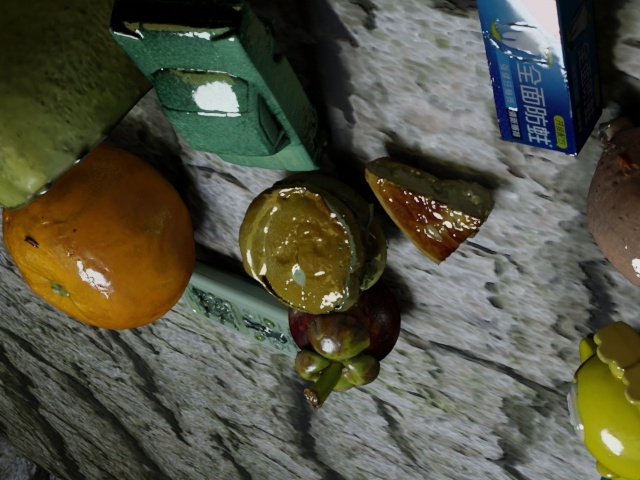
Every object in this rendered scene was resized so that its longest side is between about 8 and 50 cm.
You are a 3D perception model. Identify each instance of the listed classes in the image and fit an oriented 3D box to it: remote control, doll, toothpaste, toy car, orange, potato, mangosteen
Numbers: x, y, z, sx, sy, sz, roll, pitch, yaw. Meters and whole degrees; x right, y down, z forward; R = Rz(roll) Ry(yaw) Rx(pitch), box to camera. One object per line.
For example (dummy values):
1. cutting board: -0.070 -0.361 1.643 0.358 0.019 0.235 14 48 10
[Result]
1. remote control: -0.070 0.112 1.549 0.335 0.065 0.128 21 153 25
2. doll: 0.350 0.021 0.900 0.156 0.201 0.303 -31 123 20
3. toothpaste: 0.168 -0.207 0.824 0.076 0.066 0.320 16 146 32
4. toy car: -0.096 -0.146 1.068 0.141 0.097 0.320 6 162 17
5. orange: -0.305 -0.007 1.461 0.284 0.226 0.284 31 155 16
6. potato: -0.326 -0.196 1.155 0.213 0.280 0.330 46 151 -22
7. mangosteen: 0.035 0.125 1.346 0.146 0.181 0.156 -19 138 12
8. doll: 0.357 0.206 1.185 0.363 0.145 0.199 66 180 -56

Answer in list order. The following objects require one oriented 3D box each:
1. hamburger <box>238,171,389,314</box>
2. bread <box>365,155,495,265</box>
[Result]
1. hamburger: 0.000 0.000 1.243 0.185 0.113 0.177 -34 83 30
2. bread: 0.128 -0.023 1.149 0.154 0.054 0.136 25 149 31
